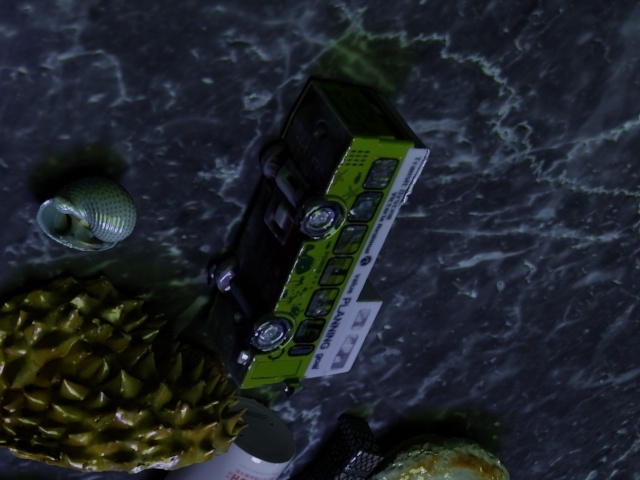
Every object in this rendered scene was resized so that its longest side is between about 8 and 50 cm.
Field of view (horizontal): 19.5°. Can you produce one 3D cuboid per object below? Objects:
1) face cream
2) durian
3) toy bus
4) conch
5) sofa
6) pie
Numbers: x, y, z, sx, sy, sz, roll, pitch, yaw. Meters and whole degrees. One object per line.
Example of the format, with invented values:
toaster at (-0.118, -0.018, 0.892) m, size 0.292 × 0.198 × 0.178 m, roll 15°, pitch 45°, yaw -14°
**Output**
face cream at (-0.121, 0.270, 1.944) m, size 0.096 × 0.096 × 0.214 m, roll 13°, pitch 123°, yaw -38°
durian at (-0.185, 0.150, 1.724) m, size 0.305 × 0.195 × 0.185 m, roll 5°, pitch 121°, yaw -30°
toy bus at (0.000, 0.000, 1.742) m, size 0.139 × 0.113 × 0.301 m, roll -1°, pitch 130°, yaw -34°
conch at (-0.205, -0.027, 1.636) m, size 0.085 × 0.056 × 0.076 m, roll 30°, pitch 134°, yaw -24°
sofa at (0.014, 0.252, 2.029) m, size 0.039 × 0.060 × 0.118 m, roll 21°, pitch 119°, yaw -34°
pie at (0.098, 0.313, 2.118) m, size 0.201 × 0.090 × 0.248 m, roll 21°, pitch 118°, yaw -29°
